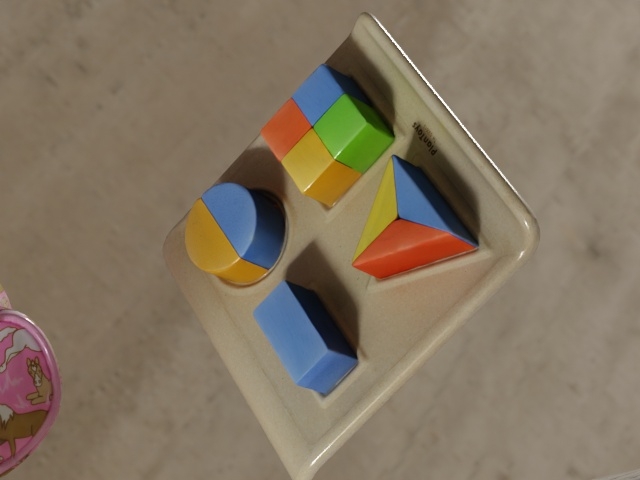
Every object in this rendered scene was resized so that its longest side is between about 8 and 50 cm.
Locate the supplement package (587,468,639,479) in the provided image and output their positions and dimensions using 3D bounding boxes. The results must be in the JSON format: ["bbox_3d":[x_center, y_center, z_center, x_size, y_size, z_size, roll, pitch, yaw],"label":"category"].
[{"bbox_3d":[0.227,0.223,0.986,0.175,0.178,0.293,-4,168,-45],"label":"supplement package"}]

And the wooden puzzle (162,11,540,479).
[{"bbox_3d":[0.000,0.000,1.513,0.080,0.322,0.348,17,120,-48],"label":"wooden puzzle"}]

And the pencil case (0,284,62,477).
[{"bbox_3d":[-0.358,0.116,1.625,0.160,0.167,0.386,-51,-161,-6],"label":"pencil case"}]
